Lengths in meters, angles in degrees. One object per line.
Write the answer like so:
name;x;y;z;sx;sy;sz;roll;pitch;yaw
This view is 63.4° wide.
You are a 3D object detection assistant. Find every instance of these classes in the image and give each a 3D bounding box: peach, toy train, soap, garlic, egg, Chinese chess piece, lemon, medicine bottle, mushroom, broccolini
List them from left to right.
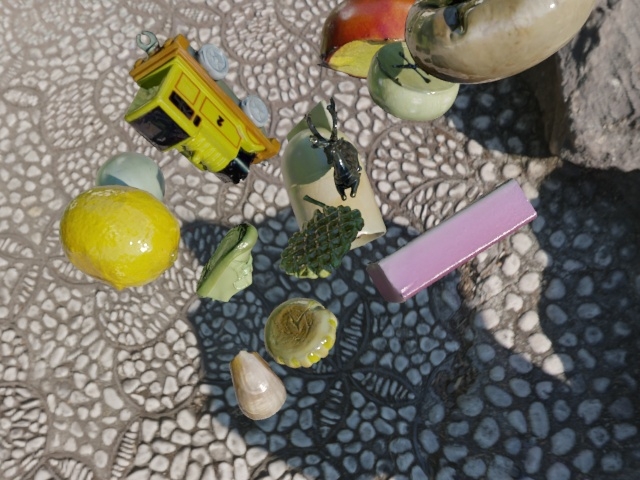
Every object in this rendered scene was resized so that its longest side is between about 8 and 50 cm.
lemon;-0.448;-0.011;1.160;0.288;0.233;0.233;14;73;9
egg;-0.520;-0.143;1.418;0.183;0.183;0.264;-26;31;-1
toy train;-0.137;-0.141;0.607;0.089;0.219;0.127;-15;47;33
garlic;-0.110;0.269;0.938;0.087;0.195;0.101;-25;65;-9
medicine bottle;0.015;-0.172;1.498;0.236;0.236;0.406;-19;82;2
broccolini;0.024;-0.078;1.248;0.140;0.035;0.030;25;110;9
peach;0.169;-0.600;1.454;0.362;0.258;0.201;-4;83;36
Chinese chess piece;0.187;-0.326;1.052;0.188;0.083;0.188;6;50;-8
soap;0.210;0.006;0.871;0.259;0.181;0.081;-31;86;-5
mushroom;0.240;-0.396;0.773;0.292;0.290;0.292;-24;35;19

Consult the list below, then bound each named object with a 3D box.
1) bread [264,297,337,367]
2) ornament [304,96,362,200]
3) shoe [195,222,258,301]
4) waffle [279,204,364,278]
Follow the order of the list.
bread;-0.054;0.254;1.404;0.213;0.105;0.213;-14;46;15
ornament;0.033;-0.241;1.246;0.080;0.236;0.202;-16;44;17
shoe;-0.241;0.060;1.396;0.262;0.128;0.140;-47;37;24
waffle;0.000;0.000;1.033;0.169;0.036;0.183;6;53;46
